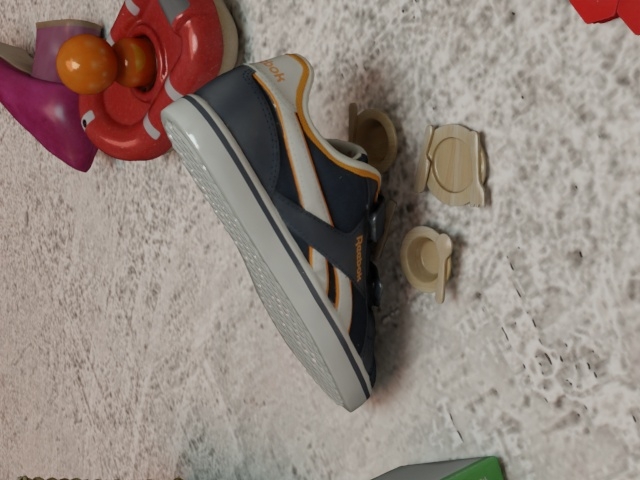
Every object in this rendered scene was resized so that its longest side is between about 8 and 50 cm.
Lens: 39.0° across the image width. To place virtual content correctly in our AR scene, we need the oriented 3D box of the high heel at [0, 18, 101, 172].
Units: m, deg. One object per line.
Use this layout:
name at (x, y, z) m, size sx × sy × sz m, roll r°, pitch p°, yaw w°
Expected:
high heel at (-0.414, -0.176, 1.187) m, size 0.377 × 0.127 × 0.181 m, roll 2°, pitch 89°, yaw 46°

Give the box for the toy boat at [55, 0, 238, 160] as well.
toy boat at (-0.197, -0.179, 0.920) m, size 0.231 × 0.151 × 0.151 m, roll -47°, pitch 63°, yaw 44°

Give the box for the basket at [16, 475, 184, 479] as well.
basket at (-0.174, 0.370, 0.926) m, size 0.299 × 0.223 × 0.213 m, roll -2°, pitch 77°, yaw 49°

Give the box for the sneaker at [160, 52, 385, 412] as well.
sneaker at (0.000, 0.000, 0.740) m, size 0.126 × 0.127 × 0.321 m, roll 33°, pitch 154°, yaw 53°

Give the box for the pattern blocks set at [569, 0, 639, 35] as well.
pattern blocks set at (0.275, -0.220, 0.444) m, size 0.325 × 0.026 × 0.285 m, roll 26°, pitch 119°, yaw 48°

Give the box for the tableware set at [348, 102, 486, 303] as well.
tableware set at (0.067, -0.036, 0.745) m, size 0.169 × 0.020 × 0.141 m, roll 26°, pitch 118°, yaw 43°

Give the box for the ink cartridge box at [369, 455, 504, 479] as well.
ink cartridge box at (0.073, 0.335, 0.678) m, size 0.121 × 0.211 × 0.289 m, roll -23°, pitch 82°, yaw 48°
